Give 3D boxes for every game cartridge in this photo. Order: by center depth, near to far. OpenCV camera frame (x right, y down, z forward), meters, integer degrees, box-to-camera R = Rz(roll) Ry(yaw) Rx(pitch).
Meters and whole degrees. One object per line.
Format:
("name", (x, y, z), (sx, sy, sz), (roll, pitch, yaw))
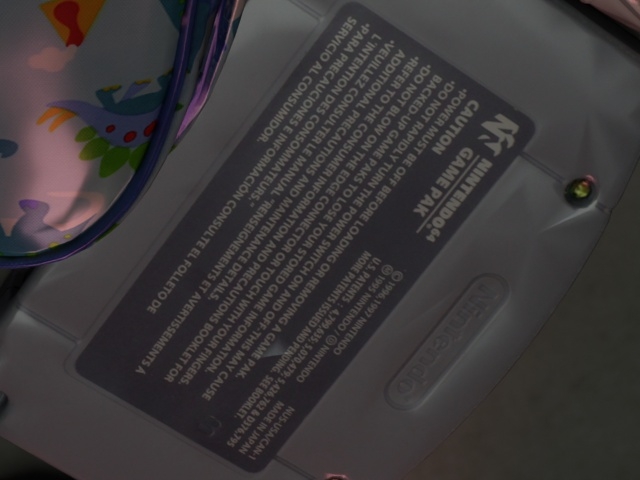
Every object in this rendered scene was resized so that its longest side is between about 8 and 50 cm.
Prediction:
("game cartridge", (0.000, 0.000, 0.843), (0.196, 0.060, 0.294), (34, 108, -14))

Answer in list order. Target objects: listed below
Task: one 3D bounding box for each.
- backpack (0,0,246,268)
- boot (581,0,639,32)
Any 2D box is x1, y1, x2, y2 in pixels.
("backpack", (-0.130, -0.160, 0.647), (0.290, 0.273, 0.355), (4, 152, -6))
("boot", (0.189, -0.101, 0.760), (0.258, 0.123, 0.095), (39, 68, -25))
